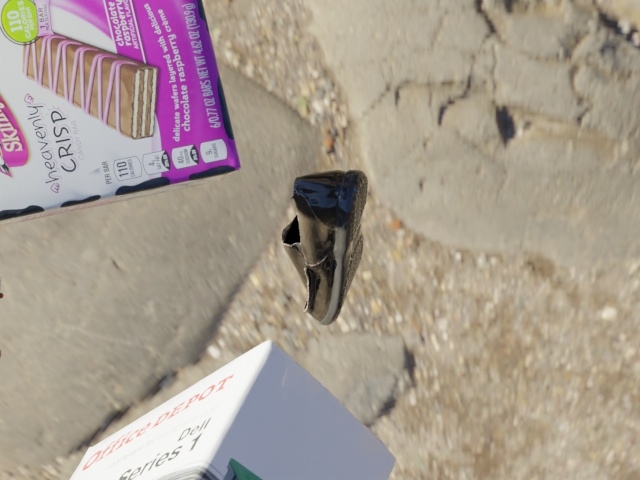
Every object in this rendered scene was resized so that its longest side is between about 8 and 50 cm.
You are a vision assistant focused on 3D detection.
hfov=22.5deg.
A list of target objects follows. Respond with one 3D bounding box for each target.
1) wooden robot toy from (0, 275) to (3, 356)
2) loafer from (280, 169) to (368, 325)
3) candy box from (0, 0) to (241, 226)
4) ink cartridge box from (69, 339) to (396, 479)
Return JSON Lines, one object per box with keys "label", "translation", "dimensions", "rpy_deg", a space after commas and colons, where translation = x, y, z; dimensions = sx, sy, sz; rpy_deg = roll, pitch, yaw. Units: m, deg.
{"label": "wooden robot toy", "translation": [-0.308, 0.110, 1.378], "dimensions": [0.076, 0.079, 0.173], "rpy_deg": [27, 85, 19]}
{"label": "loafer", "translation": [0.000, 0.000, 1.641], "dimensions": [0.078, 0.220, 0.080], "rpy_deg": [16, 48, 8]}
{"label": "candy box", "translation": [-0.188, -0.098, 1.120], "dimensions": [0.234, 0.071, 0.159], "rpy_deg": [-13, 89, -14]}
{"label": "ink cartridge box", "translation": [-0.077, 0.167, 0.713], "dimensions": [0.092, 0.160, 0.219], "rpy_deg": [45, 41, -15]}
